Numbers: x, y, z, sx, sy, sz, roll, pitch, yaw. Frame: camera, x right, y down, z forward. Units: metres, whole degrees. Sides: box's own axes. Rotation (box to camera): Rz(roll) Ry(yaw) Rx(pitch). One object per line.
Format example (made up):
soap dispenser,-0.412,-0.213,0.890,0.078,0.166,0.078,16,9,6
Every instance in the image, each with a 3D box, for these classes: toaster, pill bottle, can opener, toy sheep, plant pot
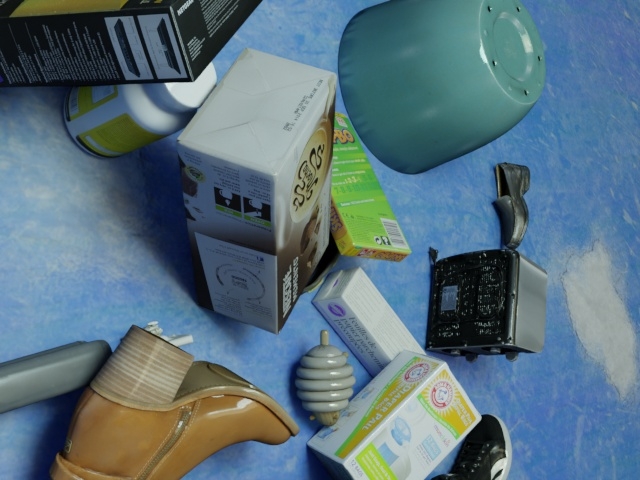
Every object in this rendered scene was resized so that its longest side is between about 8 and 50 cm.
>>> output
toaster,0.265,0.100,1.411,0.110,0.168,0.185,25,64,-42
pill bottle,-0.202,-0.161,0.983,0.103,0.184,0.103,12,72,-43
can opener,-0.252,0.147,0.937,0.280,0.074,0.093,-7,86,-46
toy sheep,0.007,0.186,1.184,0.091,0.091,0.132,-6,90,-46
plant pot,0.213,-0.275,1.397,0.293,0.235,0.293,14,70,-43

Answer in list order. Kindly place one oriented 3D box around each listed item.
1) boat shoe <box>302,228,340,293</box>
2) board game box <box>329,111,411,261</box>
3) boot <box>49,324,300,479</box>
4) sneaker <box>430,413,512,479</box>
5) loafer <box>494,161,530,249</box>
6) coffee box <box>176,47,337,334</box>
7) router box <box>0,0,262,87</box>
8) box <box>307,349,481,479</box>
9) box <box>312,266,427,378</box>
boat shoe,0.000,0.000,1.232,0.081,0.069,0.228,52,49,-23
board game box,0.034,-0.088,1.255,0.124,0.039,0.259,8,52,-45
boot,-0.160,0.239,0.960,0.283,0.109,0.220,37,78,-49
sneaker,0.230,0.362,1.370,0.121,0.079,0.217,35,58,-36
loafer,0.347,-0.065,1.618,0.061,0.062,0.170,14,65,-19
coffee box,-0.068,-0.048,1.023,0.297,0.119,0.168,93,20,-51
router box,-0.190,-0.271,0.935,0.309,0.243,0.081,-65,149,-48
box,0.103,0.262,1.202,0.203,0.103,0.114,-40,111,-20
box,0.111,0.178,1.306,0.324,0.063,0.067,52,48,-24
